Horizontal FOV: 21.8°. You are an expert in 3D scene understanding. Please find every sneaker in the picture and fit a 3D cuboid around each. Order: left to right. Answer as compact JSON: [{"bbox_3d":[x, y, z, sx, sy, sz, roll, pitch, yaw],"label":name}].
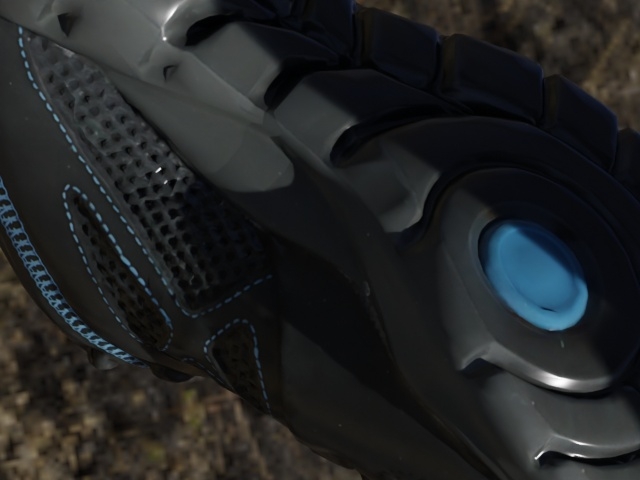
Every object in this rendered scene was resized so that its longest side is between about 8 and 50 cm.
[{"bbox_3d":[0.000,0.000,0.489,0.341,0.139,0.125,45,43,6],"label":"sneaker"}]
